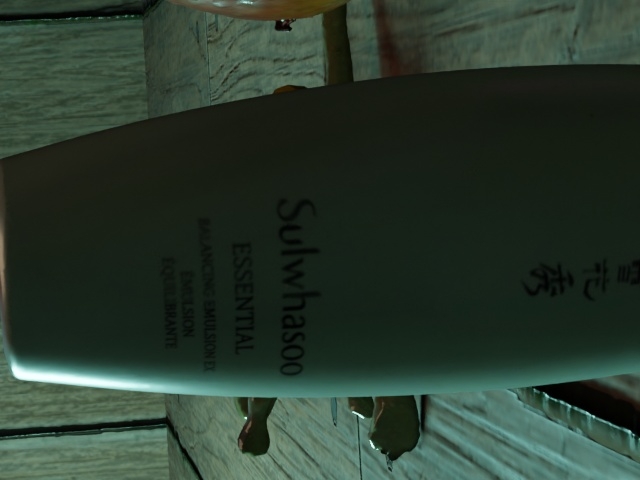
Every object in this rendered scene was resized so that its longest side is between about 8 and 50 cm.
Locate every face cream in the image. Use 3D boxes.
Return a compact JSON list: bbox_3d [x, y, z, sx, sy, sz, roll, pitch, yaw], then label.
[{"bbox_3d":[0.023,-0.001,0.406,0.051,0.182,0.072,-112,20,-63],"label":"face cream"}]

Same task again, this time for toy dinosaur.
[{"bbox_3d":[-0.005,0.001,0.929,0.200,0.072,0.251,-115,25,-60],"label":"toy dinosaur"}]

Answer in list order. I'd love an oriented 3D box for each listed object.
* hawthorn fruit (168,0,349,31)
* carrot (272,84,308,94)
[{"bbox_3d":[-0.050,-0.176,0.756,0.185,0.202,0.185,-179,90,-74],"label":"hawthorn fruit"},{"bbox_3d":[-0.005,-0.010,1.048,0.042,0.042,0.170,101,161,-58],"label":"carrot"}]
